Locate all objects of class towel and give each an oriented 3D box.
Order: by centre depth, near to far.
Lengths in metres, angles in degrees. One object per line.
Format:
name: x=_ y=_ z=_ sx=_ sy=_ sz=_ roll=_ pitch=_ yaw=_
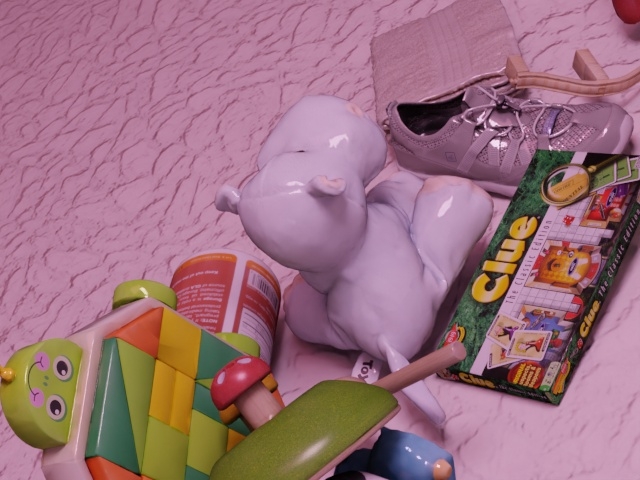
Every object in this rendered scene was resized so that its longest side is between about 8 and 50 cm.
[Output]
towel: x=0.151 y=-0.224 z=1.497 sx=0.187 sy=0.049 sz=0.282 roll=-21 pitch=30 yaw=11

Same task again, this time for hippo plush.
hippo plush: x=0.000 y=0.000 z=1.160 sx=0.234 sy=0.236 sz=0.294 roll=-14 pitch=45 yaw=43

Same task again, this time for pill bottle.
pill bottle: x=-0.111 y=0.119 z=1.231 sx=0.121 sy=0.121 sz=0.216 roll=-16 pitch=37 yaw=21

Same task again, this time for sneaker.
sneaker: x=0.190 y=-0.113 z=1.293 sx=0.281 sy=0.115 sz=0.105 roll=-5 pitch=42 yaw=33

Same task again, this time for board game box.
board game box: x=0.214 y=0.025 z=1.144 sx=0.136 sy=0.030 sz=0.259 roll=6 pitch=60 yaw=45

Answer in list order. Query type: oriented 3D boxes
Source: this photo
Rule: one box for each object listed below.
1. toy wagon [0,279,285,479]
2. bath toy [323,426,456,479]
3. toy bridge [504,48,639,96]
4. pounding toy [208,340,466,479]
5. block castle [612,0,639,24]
toy wagon: x=-0.141 y=0.165 z=0.988 sx=0.068 sy=0.344 sz=0.267 roll=-18 pitch=54 yaw=30
bath toy: x=-0.031 y=0.268 z=0.882 sx=0.129 sy=0.151 sz=0.348 roll=14 pitch=29 yaw=32
toy bridge: x=0.293 y=-0.182 z=1.314 sx=0.188 sy=0.026 sz=0.063 roll=-8 pitch=45 yaw=-13
pounding toy: x=-0.023 y=0.134 z=0.971 sx=0.237 sy=0.110 sz=0.183 roll=-32 pitch=-8 yaw=-42
block castle: x=0.496 y=-0.282 z=1.196 sx=0.303 sy=0.213 sz=0.453 roll=-35 pitch=33 yaw=2
